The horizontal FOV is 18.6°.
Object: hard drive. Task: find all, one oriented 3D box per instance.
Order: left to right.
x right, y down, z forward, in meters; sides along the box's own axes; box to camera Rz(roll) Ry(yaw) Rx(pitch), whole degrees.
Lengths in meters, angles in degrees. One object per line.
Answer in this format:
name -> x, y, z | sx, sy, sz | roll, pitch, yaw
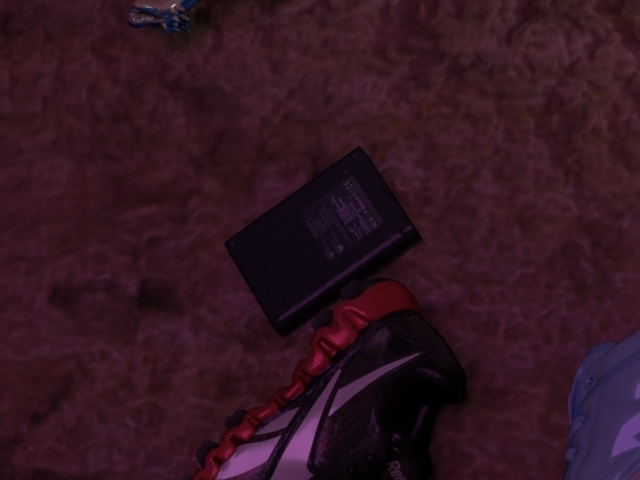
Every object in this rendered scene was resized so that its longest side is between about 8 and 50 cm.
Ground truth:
hard drive -> 0.000, 0.000, 1.537 | 0.135, 0.022, 0.094 | -35, 60, 6

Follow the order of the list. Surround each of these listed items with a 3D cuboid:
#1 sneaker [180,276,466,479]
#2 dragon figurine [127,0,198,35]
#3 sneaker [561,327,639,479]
sneaker -> 0.002, 0.161, 1.426 | 0.276, 0.097, 0.135 | -49, 57, -4
dragon figurine -> -0.033, -0.261, 1.622 | 0.289, 0.144, 0.085 | -18, 60, -6
sneaker -> 0.219, 0.153, 1.338 | 0.366, 0.135, 0.150 | -49, 41, -5
